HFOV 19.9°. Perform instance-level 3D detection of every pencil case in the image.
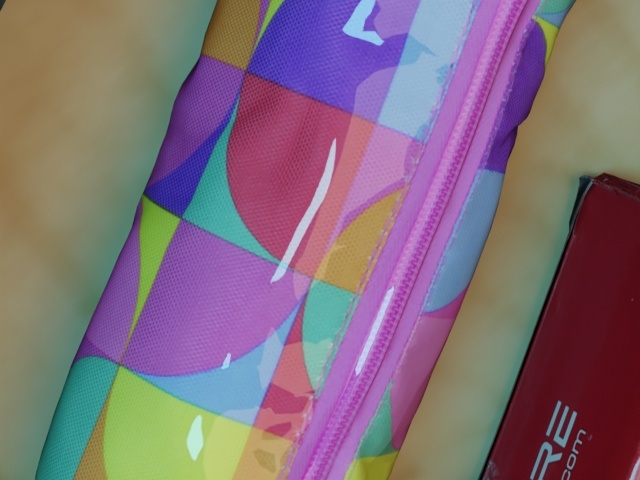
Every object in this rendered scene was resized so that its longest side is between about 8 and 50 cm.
[{"bbox_3d":[0.000,0.000,0.488,0.104,0.104,0.236,17,95,-22],"label":"pencil case"}]

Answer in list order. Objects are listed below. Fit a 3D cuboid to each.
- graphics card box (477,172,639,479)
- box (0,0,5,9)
[{"bbox_3d":[0.222,0.143,0.586,0.371,0.094,0.233,18,96,-18],"label":"graphics card box"},{"bbox_3d":[-0.229,-0.055,0.325,0.318,0.097,0.395,29,77,-32],"label":"box"}]
